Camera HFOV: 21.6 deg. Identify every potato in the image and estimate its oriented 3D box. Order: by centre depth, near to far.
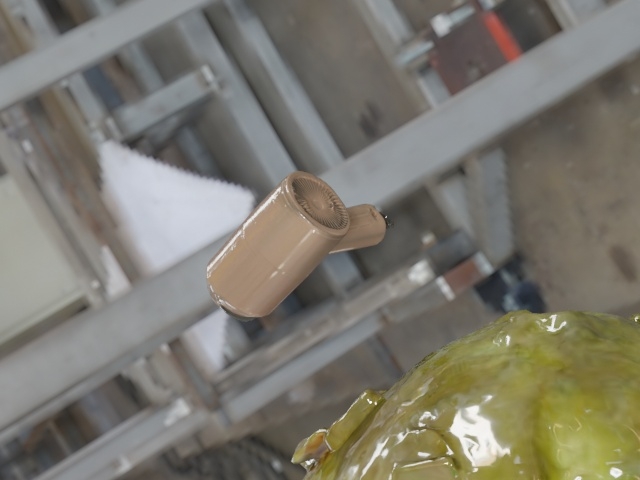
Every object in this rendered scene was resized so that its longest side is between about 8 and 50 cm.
[{"bbox_3d":[0.029,0.144,0.453,0.141,0.176,0.298,25,123,2],"label":"potato"}]

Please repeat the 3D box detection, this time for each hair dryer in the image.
[{"bbox_3d":[0.000,0.000,1.301,0.117,0.182,0.064,-47,70,30],"label":"hair dryer"}]
